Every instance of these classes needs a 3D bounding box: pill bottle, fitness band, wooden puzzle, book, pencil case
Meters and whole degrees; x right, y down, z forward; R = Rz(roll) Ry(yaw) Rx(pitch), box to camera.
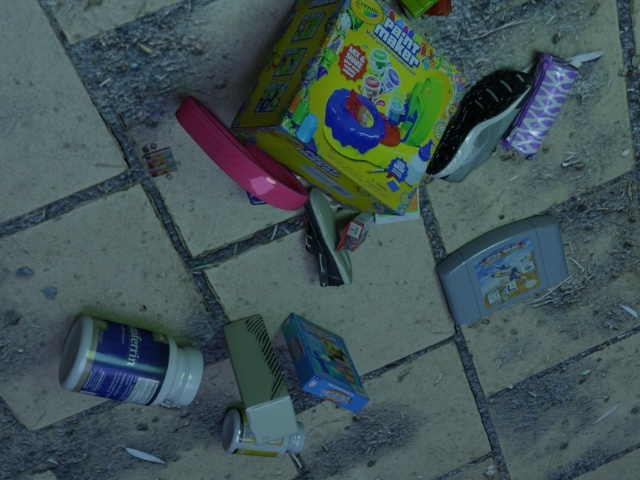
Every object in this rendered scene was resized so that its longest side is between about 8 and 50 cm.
[{"bbox_3d":[-0.134,0.458,1.864,0.184,0.103,0.103,12,118,-24],"label":"pill bottle"},{"bbox_3d":[-0.134,-0.147,1.354,0.054,0.291,0.209,-50,147,8],"label":"fitness band"},{"bbox_3d":[-0.386,0.256,1.620,0.264,0.153,0.153,18,115,-28],"label":"pill bottle"},{"bbox_3d":[-0.298,-0.146,1.473,0.049,0.006,0.083,-18,126,-6],"label":"wooden puzzle"},{"bbox_3d":[0.153,-0.105,1.629,0.096,0.035,0.144,-11,125,-7],"label":"book"},{"bbox_3d":[0.432,-0.270,1.573,0.088,0.086,0.206,5,119,-31],"label":"pencil case"}]

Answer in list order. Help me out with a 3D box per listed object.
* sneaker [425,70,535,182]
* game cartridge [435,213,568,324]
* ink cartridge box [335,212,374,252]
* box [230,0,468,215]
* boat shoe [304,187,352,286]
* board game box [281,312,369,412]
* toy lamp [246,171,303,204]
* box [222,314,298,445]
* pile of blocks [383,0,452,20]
[{"bbox_3d":[0.323,-0.225,1.573,0.108,0.100,0.271,23,119,-40],"label":"sneaker"},{"bbox_3d":[0.420,0.063,1.812,0.297,0.062,0.198,-25,130,-1],"label":"game cartridge"},{"bbox_3d":[0.071,-0.013,1.616,0.029,0.115,0.063,25,116,12],"label":"ink cartridge box"},{"bbox_3d":[0.053,-0.236,1.355,0.290,0.177,0.279,32,78,-32],"label":"box"},{"bbox_3d":[0.000,0.000,1.622,0.079,0.084,0.233,-8,123,19],"label":"boat shoe"},{"bbox_3d":[0.007,0.265,1.716,0.160,0.210,0.047,30,110,-30],"label":"board game box"},{"bbox_3d":[-0.014,-0.139,1.526,0.274,0.080,0.080,-22,126,-5],"label":"toy lamp"},{"bbox_3d":[-0.130,0.284,1.643,0.094,0.275,0.113,-16,126,-9],"label":"box"},{"bbox_3d":[0.183,-0.447,1.251,0.148,0.113,0.362,-33,165,-14],"label":"pile of blocks"}]
